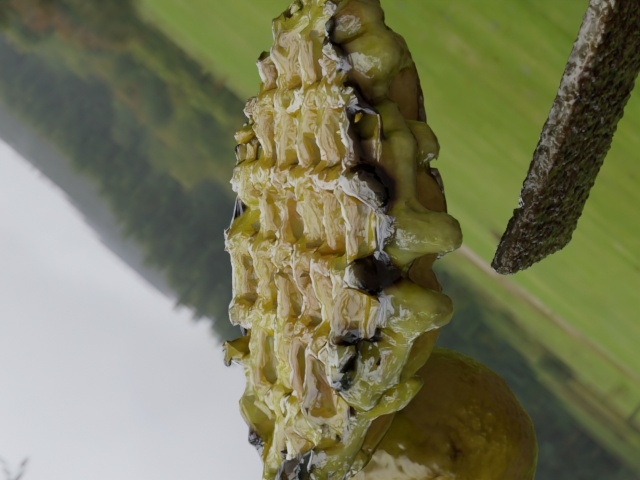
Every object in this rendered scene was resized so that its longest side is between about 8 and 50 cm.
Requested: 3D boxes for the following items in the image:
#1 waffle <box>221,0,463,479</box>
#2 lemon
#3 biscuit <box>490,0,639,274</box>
[{"bbox_3d":[0.000,0.000,1.298,0.095,0.382,0.380,3,-129,-21],"label":"waffle"},{"bbox_3d":[0.089,0.193,1.475,0.204,0.204,0.260,40,168,3],"label":"lemon"},{"bbox_3d":[0.194,-0.085,1.239,0.025,0.231,0.131,28,-155,22],"label":"biscuit"}]
